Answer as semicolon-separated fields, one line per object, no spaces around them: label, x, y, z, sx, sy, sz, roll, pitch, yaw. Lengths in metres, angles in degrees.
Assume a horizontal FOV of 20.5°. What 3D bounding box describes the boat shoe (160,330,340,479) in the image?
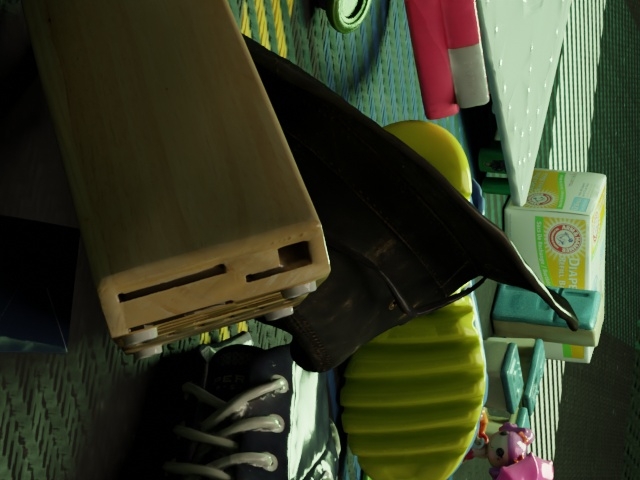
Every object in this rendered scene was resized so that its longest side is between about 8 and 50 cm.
boat shoe;-0.064;0.148;1.060;0.340;0.127;0.158;-34;122;-78

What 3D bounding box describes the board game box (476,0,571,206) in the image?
board game box;0.206;-0.299;1.868;0.390;0.050;0.390;70;31;-55

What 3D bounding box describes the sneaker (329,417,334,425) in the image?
sneaker;-0.008;0.177;1.377;0.035;0.031;0.083;86;19;-72

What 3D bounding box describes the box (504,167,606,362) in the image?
box;0.281;0.029;2.120;0.114;0.103;0.203;-56;147;-58

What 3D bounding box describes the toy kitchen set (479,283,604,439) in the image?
toy kitchen set;0.232;0.108;1.956;0.166;0.122;0.207;74;28;-50

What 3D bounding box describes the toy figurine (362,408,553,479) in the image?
toy figurine;0.136;0.204;1.618;0.130;0.159;0.173;76;26;-48

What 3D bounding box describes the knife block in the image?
knife block;-0.079;-0.075;0.781;0.275;0.088;0.242;128;-55;-83

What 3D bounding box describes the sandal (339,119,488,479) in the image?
sandal;0.090;0.056;1.501;0.138;0.126;0.317;-22;118;-75

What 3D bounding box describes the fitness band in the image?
fitness band;0.081;-0.224;1.387;0.291;0.054;0.209;76;3;-52

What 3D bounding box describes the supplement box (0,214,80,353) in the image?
supplement box;-0.158;0.016;0.746;0.083;0.083;0.056;15;81;-73

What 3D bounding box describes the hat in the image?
hat;0.000;0.000;1.034;0.134;0.331;0.331;-54;159;-2

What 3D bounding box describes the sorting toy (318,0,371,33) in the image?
sorting toy;0.018;-0.208;1.328;0.061;0.042;0.102;-1;109;-57
